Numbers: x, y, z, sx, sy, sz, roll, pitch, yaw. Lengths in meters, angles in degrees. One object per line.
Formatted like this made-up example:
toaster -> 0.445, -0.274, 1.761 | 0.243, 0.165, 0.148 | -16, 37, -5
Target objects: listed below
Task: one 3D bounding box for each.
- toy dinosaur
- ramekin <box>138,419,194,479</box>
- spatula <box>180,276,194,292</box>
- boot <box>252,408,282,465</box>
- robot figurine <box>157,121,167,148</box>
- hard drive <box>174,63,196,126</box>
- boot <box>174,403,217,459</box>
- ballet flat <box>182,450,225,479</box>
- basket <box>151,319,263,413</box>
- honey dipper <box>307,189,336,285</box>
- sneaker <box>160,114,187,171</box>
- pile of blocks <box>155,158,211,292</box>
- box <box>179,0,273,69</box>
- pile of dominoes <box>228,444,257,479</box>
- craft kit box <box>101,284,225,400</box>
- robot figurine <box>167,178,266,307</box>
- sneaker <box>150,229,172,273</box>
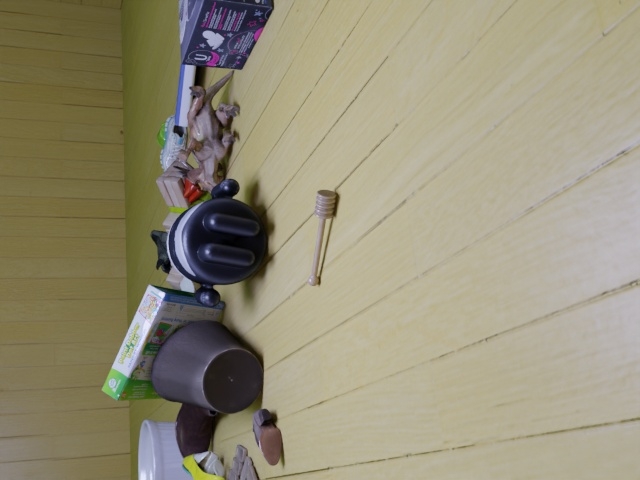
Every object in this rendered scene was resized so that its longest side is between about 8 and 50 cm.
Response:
toy dinosaur -> -0.267, -0.244, 1.736 | 0.200, 0.127, 0.295 | 155, 121, -74
ramekin -> -0.401, 0.615, 2.004 | 0.277, 0.135, 0.277 | -179, 90, -68
spatula -> -0.317, 0.193, 1.885 | 0.168, 0.019, 0.242 | 53, 150, 7
boot -> -0.101, 0.366, 1.382 | 0.087, 0.042, 0.118 | 111, 153, -54
robot figurine -> -0.469, -0.321, 2.323 | 0.115, 0.067, 0.101 | 150, 107, -66
hard drive -> -0.351, -0.490, 2.015 | 0.210, 0.040, 0.318 | -104, 24, -62
boot -> -0.283, 0.410, 1.768 | 0.207, 0.090, 0.248 | 153, 120, -69
ballet flat -> -0.255, 0.521, 1.694 | 0.077, 0.077, 0.231 | -59, 19, -5
basket -> -0.219, 0.263, 1.526 | 0.154, 0.204, 0.227 | 57, 156, -19
honey dipper -> 0.000, 0.000, 1.156 | 0.030, 0.031, 0.160 | -124, 36, -56
sneaker -> -0.429, -0.281, 2.221 | 0.083, 0.071, 0.190 | 3, 92, 63
pile of blocks -> -0.310, -0.025, 1.885 | 0.113, 0.149, 0.362 | 8, 111, 26
box -> -0.204, -0.486, 1.544 | 0.247, 0.142, 0.163 | 141, 127, -63
pile of dominoes -> -0.161, 0.559, 1.552 | 0.196, 0.040, 0.251 | -126, 50, -63
craft kit box -> -0.337, 0.229, 1.654 | 0.061, 0.250, 0.246 | 21, 89, 25
robot figurine -> -0.205, 0.005, 1.491 | 0.173, 0.209, 0.278 | 51, 161, -12
sneaker -> -0.468, 0.035, 2.274 | 0.227, 0.087, 0.130 | 11, 93, 63
